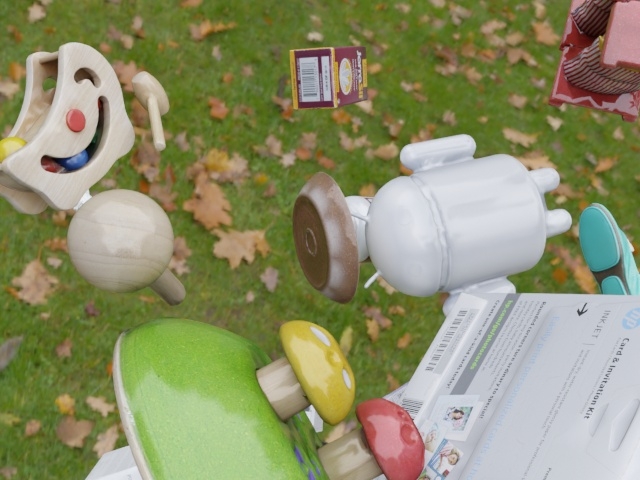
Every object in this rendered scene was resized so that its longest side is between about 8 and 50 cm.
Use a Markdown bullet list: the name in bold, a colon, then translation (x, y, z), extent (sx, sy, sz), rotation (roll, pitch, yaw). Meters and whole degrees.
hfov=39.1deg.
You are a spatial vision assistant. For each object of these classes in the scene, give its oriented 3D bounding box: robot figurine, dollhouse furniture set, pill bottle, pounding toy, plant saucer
- **robot figurine**: translation (0.224, -0.023, 1.470), extent (0.353, 0.200, 0.300), rotation (-13, 81, -13)
- **dollhouse furniture set**: translation (0.486, -0.217, 1.055), extent (0.374, 0.201, 0.152), rotation (11, 85, 1)
- **pill bottle**: translation (0.090, -0.019, 1.638), extent (0.221, 0.121, 0.121), rotation (0, 49, -38)
- **pounding toy**: translation (-0.023, 0.079, 0.474), extent (0.110, 0.183, 0.237), rotation (-29, 70, 2)
- **pounding toy**: translation (-0.289, -0.155, 1.100), extent (0.154, 0.154, 0.269), rotation (61, 42, -29)
- **plant saucer**: translation (0.000, 0.000, 1.317), extent (0.036, 0.199, 0.199), rotation (-10, 55, -20)

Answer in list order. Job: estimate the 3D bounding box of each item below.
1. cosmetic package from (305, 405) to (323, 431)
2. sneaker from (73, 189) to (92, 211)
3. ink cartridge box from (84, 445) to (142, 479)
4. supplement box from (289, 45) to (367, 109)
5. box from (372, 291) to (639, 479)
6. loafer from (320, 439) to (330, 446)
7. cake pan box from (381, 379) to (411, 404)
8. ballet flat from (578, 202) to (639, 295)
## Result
- **cosmetic package**: translation (-0.113, 0.279, 1.602), extent (0.239, 0.060, 0.099), rotation (2, 82, 19)
- **sneaker**: translation (-0.460, -0.066, 1.754), extent (0.152, 0.054, 0.061), rotation (43, 14, 18)
- **ink cartridge box**: translation (-0.260, 0.339, 1.376), extent (0.179, 0.145, 0.045), rotation (-16, 95, 2)
- **supplement box**: translation (0.019, -0.293, 1.612), extent (0.080, 0.104, 0.188), rotation (1, 13, 21)
- **box**: translation (0.110, 0.096, 0.482), extent (0.038, 0.186, 0.145), rotation (40, 70, -20)
- **loafer**: translation (-0.073, 0.269, 1.018), extent (0.365, 0.130, 0.133), rotation (26, 17, 27)
- **cake pan box**: translation (0.268, 0.341, 1.685), extent (0.070, 0.266, 0.246), rotation (45, 14, -49)
- **ballet flat**: translation (0.533, 0.052, 1.618), extent (0.087, 0.083, 0.247), rotation (-8, 78, -42)
